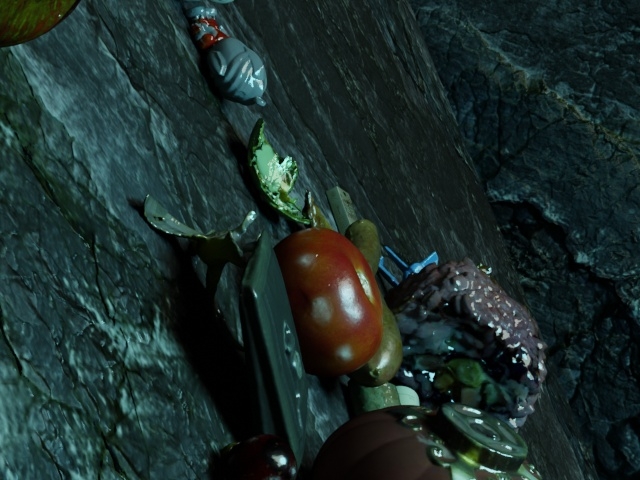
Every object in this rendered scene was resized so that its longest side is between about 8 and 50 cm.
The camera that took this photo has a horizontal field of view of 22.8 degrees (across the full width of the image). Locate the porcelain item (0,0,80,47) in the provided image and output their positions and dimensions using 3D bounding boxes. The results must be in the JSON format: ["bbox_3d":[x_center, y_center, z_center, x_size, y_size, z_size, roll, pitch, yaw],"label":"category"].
[{"bbox_3d":[-0.321,-0.289,1.397,0.253,0.253,0.253,57,18,-30],"label":"porcelain item"}]

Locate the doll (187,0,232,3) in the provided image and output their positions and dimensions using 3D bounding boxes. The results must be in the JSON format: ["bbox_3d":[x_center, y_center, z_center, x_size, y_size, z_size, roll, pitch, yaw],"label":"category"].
[{"bbox_3d":[-0.154,-0.390,2.209,0.181,0.110,0.107,-86,178,-70],"label":"doll"}]

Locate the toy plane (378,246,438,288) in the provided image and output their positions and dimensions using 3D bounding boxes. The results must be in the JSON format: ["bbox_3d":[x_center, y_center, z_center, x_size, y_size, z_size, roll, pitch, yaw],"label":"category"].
[{"bbox_3d":[0.179,0.126,2.522,0.254,0.105,0.271,34,-28,45],"label":"toy plane"}]

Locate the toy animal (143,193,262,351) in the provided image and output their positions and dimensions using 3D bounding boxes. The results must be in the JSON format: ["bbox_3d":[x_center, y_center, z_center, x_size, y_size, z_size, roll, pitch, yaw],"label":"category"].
[{"bbox_3d":[-0.108,0.009,1.802,0.219,0.095,0.155,63,20,-15],"label":"toy animal"}]

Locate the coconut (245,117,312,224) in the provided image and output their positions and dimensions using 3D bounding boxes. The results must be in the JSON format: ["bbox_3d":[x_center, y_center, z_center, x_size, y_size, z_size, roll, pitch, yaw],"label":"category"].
[{"bbox_3d":[-0.063,-0.089,2.165,0.133,0.055,0.158,-55,123,-82],"label":"coconut"}]

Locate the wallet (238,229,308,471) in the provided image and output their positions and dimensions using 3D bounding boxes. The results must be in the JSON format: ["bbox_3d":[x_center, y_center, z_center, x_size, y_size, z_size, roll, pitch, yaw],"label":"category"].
[{"bbox_3d":[-0.050,0.124,1.759,0.168,0.052,0.245,-73,157,-64],"label":"wallet"}]

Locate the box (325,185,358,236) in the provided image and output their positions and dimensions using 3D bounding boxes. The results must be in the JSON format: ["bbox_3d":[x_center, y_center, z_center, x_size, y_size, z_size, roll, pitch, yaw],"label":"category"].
[{"bbox_3d":[0.038,-0.039,2.489,0.053,0.024,0.083,27,43,-67],"label":"box"}]

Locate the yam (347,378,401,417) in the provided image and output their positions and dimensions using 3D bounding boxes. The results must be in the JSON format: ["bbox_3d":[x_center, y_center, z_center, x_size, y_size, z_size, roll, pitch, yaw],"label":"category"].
[{"bbox_3d":[0.081,0.247,2.130,0.070,0.069,0.146,41,29,-57],"label":"yam"}]

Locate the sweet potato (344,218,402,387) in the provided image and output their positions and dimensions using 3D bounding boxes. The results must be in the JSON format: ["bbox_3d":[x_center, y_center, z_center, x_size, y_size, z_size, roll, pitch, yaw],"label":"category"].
[{"bbox_3d":[0.050,0.091,2.193,0.109,0.109,0.385,58,11,-27],"label":"sweet potato"}]

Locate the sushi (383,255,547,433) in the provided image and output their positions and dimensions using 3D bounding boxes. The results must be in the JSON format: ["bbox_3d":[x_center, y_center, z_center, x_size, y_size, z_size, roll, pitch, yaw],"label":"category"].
[{"bbox_3d":[0.198,0.176,2.325,0.270,0.236,0.171,47,16,-12],"label":"sushi"}]

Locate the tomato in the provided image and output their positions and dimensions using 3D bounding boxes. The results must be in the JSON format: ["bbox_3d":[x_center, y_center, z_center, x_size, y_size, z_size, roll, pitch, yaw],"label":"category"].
[{"bbox_3d":[-0.002,0.079,1.971,0.195,0.136,0.195,60,14,-25],"label":"tomato"}]

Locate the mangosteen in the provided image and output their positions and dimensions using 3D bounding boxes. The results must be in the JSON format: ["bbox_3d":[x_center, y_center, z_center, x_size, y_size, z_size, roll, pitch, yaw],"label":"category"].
[{"bbox_3d":[-0.063,0.236,1.643,0.081,0.081,0.081,57,18,-30],"label":"mangosteen"}]

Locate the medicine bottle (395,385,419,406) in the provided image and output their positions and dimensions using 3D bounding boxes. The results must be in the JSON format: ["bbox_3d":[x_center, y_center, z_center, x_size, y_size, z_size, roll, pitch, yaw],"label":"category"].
[{"bbox_3d":[0.114,0.295,2.180,0.059,0.059,0.231,57,17,-31],"label":"medicine bottle"}]

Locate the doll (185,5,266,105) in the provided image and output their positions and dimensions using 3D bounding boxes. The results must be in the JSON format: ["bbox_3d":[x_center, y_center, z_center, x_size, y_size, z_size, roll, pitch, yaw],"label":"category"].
[{"bbox_3d":[-0.126,-0.250,2.173,0.094,0.079,0.180,-2,55,-58],"label":"doll"}]

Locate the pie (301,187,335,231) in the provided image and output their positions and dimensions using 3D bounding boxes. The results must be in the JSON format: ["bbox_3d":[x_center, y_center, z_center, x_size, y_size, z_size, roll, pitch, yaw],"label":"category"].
[{"bbox_3d":[0.001,0.003,2.270,0.191,0.033,0.088,57,24,-60],"label":"pie"}]

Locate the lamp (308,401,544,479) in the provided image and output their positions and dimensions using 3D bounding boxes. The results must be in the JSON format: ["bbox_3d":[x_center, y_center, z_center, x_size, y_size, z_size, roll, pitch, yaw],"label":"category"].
[{"bbox_3d":[0.128,0.317,1.803,0.303,0.257,0.303,27,14,-7],"label":"lamp"}]
